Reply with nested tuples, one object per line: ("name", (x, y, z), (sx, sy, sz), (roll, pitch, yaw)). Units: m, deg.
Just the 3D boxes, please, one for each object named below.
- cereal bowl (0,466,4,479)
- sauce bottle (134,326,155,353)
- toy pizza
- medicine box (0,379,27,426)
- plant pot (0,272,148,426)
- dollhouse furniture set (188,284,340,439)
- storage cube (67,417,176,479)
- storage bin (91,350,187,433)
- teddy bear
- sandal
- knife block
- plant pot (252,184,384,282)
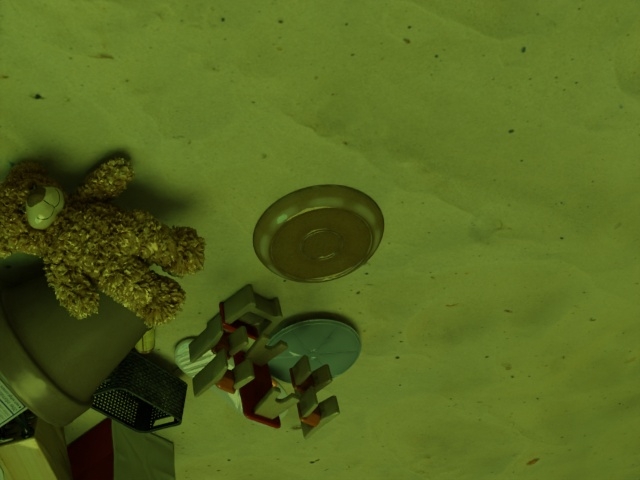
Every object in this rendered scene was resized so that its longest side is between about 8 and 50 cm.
("cereal bowl", (-0.805, 0.465, 1.816), (0.338, 0.141, 0.339), (-23, 145, -18))
("sauce bottle", (-0.325, 0.156, 1.714), (0.042, 0.042, 0.128), (-1, 136, -12))
("toy pizza", (-0.018, 0.217, 1.857), (0.201, 0.032, 0.201), (-6, 135, -6))
("medicine box", (-0.687, 0.240, 1.547), (0.289, 0.149, 0.264), (-34, 128, -10))
("plant pot", (-0.413, 0.139, 1.559), (0.229, 0.263, 0.263), (-37, 134, -2))
("dollhouse furniture set", (-0.123, 0.222, 1.672), (0.262, 0.259, 0.135), (29, 120, -35))
("storage cube", (-0.431, 0.517, 1.960), (0.193, 0.184, 0.215), (-37, 131, 21))
("storage bin", (-0.357, 0.294, 1.798), (0.122, 0.084, 0.180), (-19, 139, 30))
("teddy bear", (-0.335, 0.000, 1.420), (0.338, 0.113, 0.245), (45, 80, -16))
("sandal", (-0.170, 0.264, 1.849), (0.265, 0.076, 0.102), (38, 104, -17))
("knife block", (-0.565, 0.395, 1.770), (0.088, 0.276, 0.242), (-14, 166, 2))
("plant pot", (0.000, 0.000, 1.638), (0.236, 0.032, 0.236), (-7, 137, -7))
